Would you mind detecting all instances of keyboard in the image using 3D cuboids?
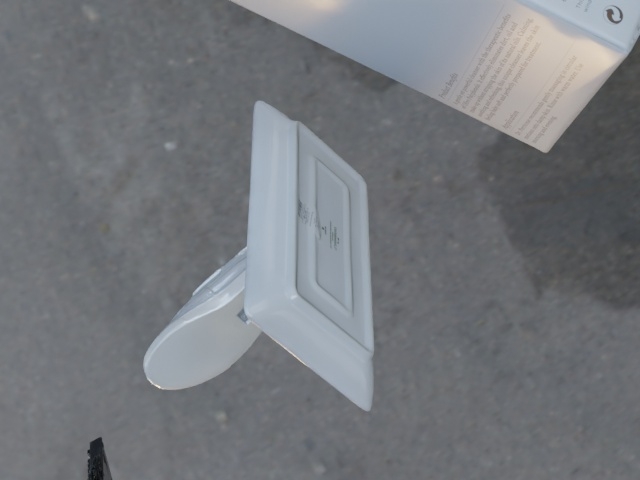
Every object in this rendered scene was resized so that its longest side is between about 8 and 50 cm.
[{"bbox_3d":[-0.254,0.298,1.715,0.180,0.023,0.108,-109,9,-61],"label":"keyboard"}]

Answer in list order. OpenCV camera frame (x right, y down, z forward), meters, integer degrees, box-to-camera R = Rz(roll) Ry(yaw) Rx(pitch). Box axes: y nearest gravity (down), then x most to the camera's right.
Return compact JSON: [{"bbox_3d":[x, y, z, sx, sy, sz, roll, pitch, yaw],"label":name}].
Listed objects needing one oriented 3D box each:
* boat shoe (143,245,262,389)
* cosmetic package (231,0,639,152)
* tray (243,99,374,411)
[{"bbox_3d":[-0.084,0.056,1.316,0.184,0.066,0.063,-46,27,5],"label":"boat shoe"},{"bbox_3d":[0.062,-0.234,1.121,0.366,0.155,0.197,27,159,-1],"label":"cosmetic package"},{"bbox_3d":[0.000,0.000,1.214,0.030,0.270,0.145,-34,123,26],"label":"tray"}]
